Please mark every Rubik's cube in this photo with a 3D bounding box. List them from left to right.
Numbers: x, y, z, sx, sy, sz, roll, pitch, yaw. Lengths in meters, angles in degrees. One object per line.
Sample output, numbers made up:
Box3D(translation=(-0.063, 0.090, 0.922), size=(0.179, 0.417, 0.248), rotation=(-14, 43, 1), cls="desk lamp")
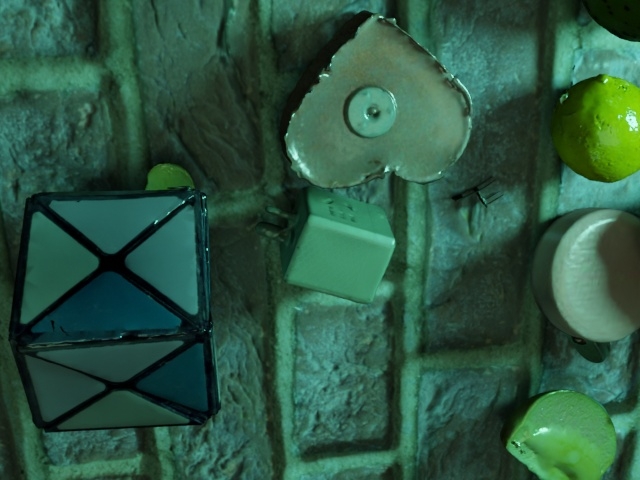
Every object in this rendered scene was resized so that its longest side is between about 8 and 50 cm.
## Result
Box3D(translation=(-0.322, 0.115, 1.695), size=(0.310, 0.307, 0.305), rotation=(-1, 139, -7), cls="Rubik's cube")

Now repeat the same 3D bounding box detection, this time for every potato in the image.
Box3D(translation=(-0.255, -0.094, 1.771), size=(0.096, 0.066, 0.103), rotation=(-5, 115, -8), cls="potato")

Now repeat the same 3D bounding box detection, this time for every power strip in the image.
Box3D(translation=(0.000, 0.000, 1.803), size=(0.224, 0.140, 0.139), rotation=(15, 116, -14), cls="power strip")

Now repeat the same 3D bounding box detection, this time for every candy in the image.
Box3D(translation=(0.500, 0.068, 1.869), size=(0.255, 0.094, 0.255), rotation=(-1, 94, -18), cls="candy")

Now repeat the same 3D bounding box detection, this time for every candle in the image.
Box3D(translation=(0.079, -0.233, 1.706), size=(0.317, 0.131, 0.287), rotation=(-11, 111, -11), cls="candle")

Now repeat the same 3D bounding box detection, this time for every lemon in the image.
Box3D(translation=(0.479, -0.184, 1.742), size=(0.173, 0.173, 0.206), rotation=(-33, 127, 11), cls="lemon")

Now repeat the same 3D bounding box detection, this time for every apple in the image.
Box3D(translation=(0.479, 0.385, 2.064), size=(0.265, 0.120, 0.193), rotation=(40, 94, -25), cls="apple")

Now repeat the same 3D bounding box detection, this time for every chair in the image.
Box3D(translation=(0.281, -0.077, 1.850), size=(0.086, 0.037, 0.042), rotation=(-26, 105, 3), cls="chair")

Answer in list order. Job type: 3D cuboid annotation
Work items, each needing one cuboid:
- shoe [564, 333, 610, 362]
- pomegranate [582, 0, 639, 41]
Box3D(translation=(0.499, 0.141, 1.976), size=(0.078, 0.079, 0.195), rotation=(-40, 107, -32), cls="shoe")
Box3D(translation=(0.523, -0.436, 1.589), size=(0.271, 0.254, 0.254), rotation=(-18, 118, -9), cls="pomegranate")
